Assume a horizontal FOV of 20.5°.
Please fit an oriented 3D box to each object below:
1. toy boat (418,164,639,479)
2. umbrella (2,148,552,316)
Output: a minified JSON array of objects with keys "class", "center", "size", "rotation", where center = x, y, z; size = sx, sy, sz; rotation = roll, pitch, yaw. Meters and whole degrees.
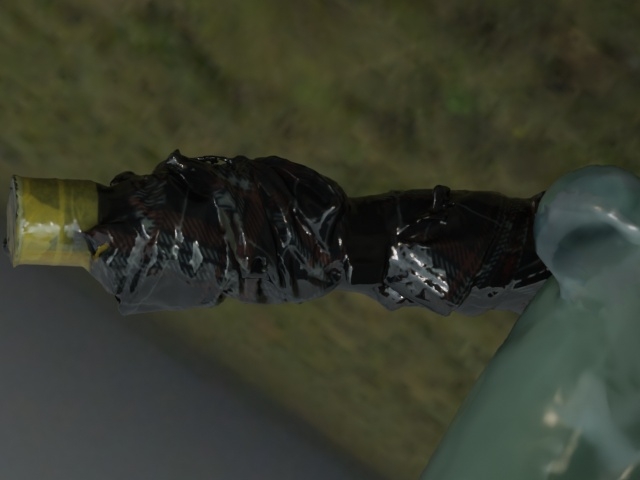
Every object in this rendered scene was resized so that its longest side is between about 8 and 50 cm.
[{"class":"toy boat","center":[0.044,0.062,0.310],"size":[0.079,0.207,0.134],"rotation":[38,151,-9]},{"class":"umbrella","center":[0.000,0.000,0.409],"size":[0.144,0.037,0.040],"rotation":[3,166,-16]}]
